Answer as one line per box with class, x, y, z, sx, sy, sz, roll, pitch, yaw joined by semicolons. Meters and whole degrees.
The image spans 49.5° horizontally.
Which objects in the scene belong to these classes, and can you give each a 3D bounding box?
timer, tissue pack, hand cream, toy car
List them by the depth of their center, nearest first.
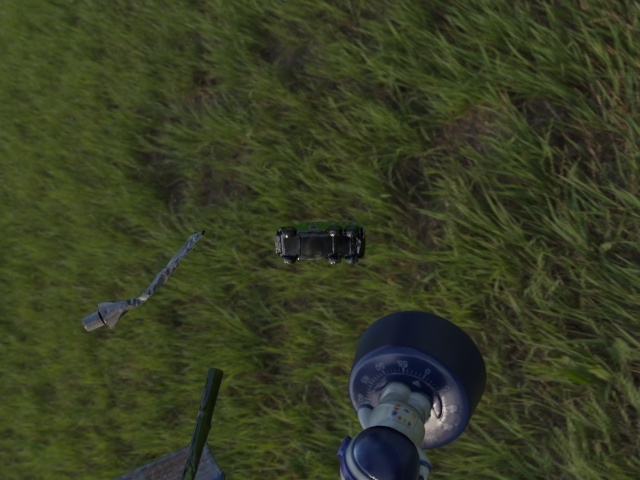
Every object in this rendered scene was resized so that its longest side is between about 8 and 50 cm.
tissue pack;-0.172;0.282;0.696;0.065;0.155;0.115;45;144;40
hand cream;-0.298;0.071;1.197;0.257;0.050;0.084;-40;9;-12
timer;0.147;0.332;1.274;0.270;0.383;0.270;9;118;17
toy car;0.000;0.000;1.284;0.062;0.165;0.071;-89;-2;-64

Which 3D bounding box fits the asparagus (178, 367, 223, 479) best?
asparagus;-0.100;0.163;0.564;0.018;0.015;0.127;-40;30;50
